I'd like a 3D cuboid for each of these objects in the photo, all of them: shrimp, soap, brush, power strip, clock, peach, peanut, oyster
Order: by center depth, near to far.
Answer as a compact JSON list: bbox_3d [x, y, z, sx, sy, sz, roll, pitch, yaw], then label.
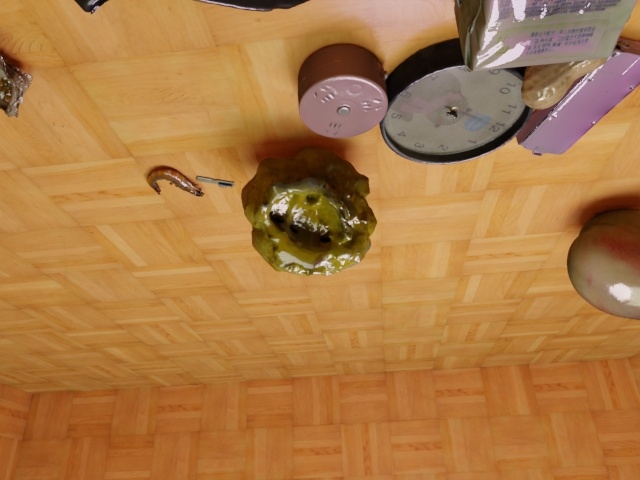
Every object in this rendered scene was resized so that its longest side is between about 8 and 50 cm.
[{"bbox_3d":[0.285,-0.333,0.656,0.200,0.138,0.182,-4,153,3],"label":"soap"},{"bbox_3d":[0.382,-0.282,0.785,0.082,0.082,0.187,23,124,-39],"label":"peanut"},{"bbox_3d":[-0.521,-0.260,0.831,0.106,0.056,0.177,10,151,1],"label":"oyster"},{"bbox_3d":[0.039,-0.247,0.868,0.154,0.078,0.154,-1,151,0],"label":"power strip"},{"bbox_3d":[0.241,-0.235,0.929,0.281,0.055,0.280,-1,152,-1],"label":"clock"},{"bbox_3d":[0.471,-0.249,0.934,0.109,0.037,0.279,6,151,-14],"label":"power strip"},{"bbox_3d":[-0.319,-0.119,1.140,0.127,0.025,0.091,26,142,-35],"label":"shrimp"},{"bbox_3d":[-0.233,-0.128,1.144,0.084,0.013,0.016,10,152,-18],"label":"brush"},{"bbox_3d":[0.758,0.061,1.262,0.293,0.292,0.247,8,125,-17],"label":"peach"}]

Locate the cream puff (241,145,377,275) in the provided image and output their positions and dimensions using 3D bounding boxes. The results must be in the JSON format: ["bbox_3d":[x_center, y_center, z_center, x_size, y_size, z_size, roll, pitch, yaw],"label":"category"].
[{"bbox_3d":[-0.016,-0.057,1.011,0.282,0.281,0.185,5,171,-14],"label":"cream puff"}]

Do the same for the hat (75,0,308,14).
[{"bbox_3d":[-0.124,-0.417,0.506,0.382,0.257,0.366,-24,157,-48],"label":"hat"}]

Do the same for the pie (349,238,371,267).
[{"bbox_3d":[0.000,0.000,1.200,0.241,0.240,0.054,2,115,-7],"label":"pie"}]
